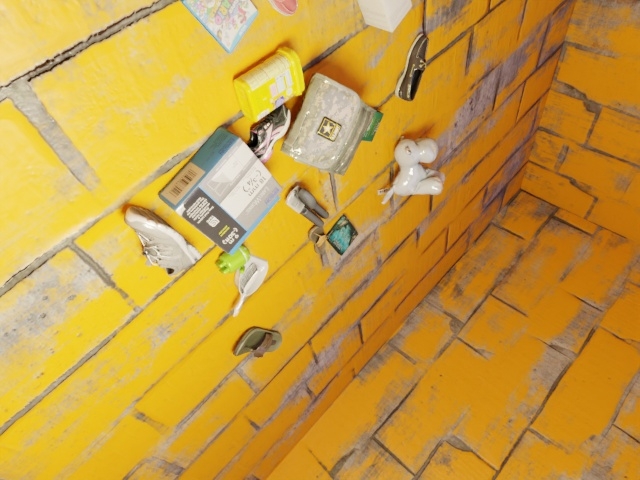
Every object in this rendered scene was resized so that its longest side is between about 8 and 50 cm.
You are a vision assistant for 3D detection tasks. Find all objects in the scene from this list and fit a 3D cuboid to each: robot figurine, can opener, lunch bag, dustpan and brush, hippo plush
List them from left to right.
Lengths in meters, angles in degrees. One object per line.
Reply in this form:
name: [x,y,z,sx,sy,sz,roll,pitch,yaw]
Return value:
robot figurine: [-0.269,0.056,1.422,0.115,0.067,0.101,-37,114,-27]
dustpan and brush: [-0.254,0.158,1.552,0.211,0.060,0.147,-57,151,2]
can opener: [-0.036,-0.109,1.583,0.074,0.093,0.280,-56,155,-1]
lunch bag: [0.017,-0.329,1.322,0.235,0.169,0.287,-64,159,13]
hippo plush: [0.374,-0.321,1.902,0.294,0.234,0.236,-8,118,1]

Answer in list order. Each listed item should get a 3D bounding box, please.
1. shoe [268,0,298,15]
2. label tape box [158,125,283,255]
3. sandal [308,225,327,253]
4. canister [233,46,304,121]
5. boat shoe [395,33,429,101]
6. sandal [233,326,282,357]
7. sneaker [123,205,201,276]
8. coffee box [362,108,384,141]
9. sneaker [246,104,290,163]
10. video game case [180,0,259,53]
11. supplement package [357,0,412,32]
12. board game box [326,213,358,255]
shoe: [-0.085,-0.574,1.042,0.063,0.081,0.178,-56,151,1]
label tape box: [-0.229,-0.102,1.238,0.240,0.106,0.333,-51,142,-8]
sandal: [0.000,0.000,1.775,0.072,0.049,0.180,-45,149,-19]
canister: [-0.130,-0.396,1.166,0.170,0.073,0.126,-41,147,-21]
boat shoe: [0.343,-0.616,1.637,0.081,0.069,0.227,-16,132,-49]
sandal: [-0.229,0.413,1.817,0.120,0.086,0.303,-60,150,8]
sneaker: [-0.403,0.017,1.148,0.115,0.105,0.281,-49,151,-11]
coffee box: [0.140,-0.405,1.581,0.184,0.040,0.113,-11,129,-51]
sneaker: [-0.148,-0.299,1.245,0.077,0.072,0.178,22,95,-49]
video game case: [-0.213,-0.507,0.991,0.119,0.015,0.166,-56,151,0]
supplement package: [0.169,-0.694,1.269,0.105,0.105,0.179,-53,151,-3]
board game box: [0.091,-0.021,1.910,0.126,0.026,0.186,-52,150,-5]
